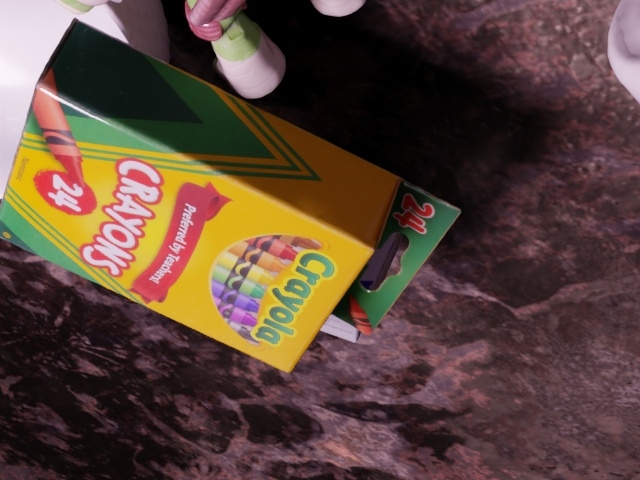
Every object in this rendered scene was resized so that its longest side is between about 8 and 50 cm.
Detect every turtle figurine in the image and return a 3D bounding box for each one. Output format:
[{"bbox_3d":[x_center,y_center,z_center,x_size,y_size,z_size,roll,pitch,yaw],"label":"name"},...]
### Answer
[{"bbox_3d":[-0.097,-0.234,1.051,0.275,0.197,0.266,8,160,30],"label":"turtle figurine"}]

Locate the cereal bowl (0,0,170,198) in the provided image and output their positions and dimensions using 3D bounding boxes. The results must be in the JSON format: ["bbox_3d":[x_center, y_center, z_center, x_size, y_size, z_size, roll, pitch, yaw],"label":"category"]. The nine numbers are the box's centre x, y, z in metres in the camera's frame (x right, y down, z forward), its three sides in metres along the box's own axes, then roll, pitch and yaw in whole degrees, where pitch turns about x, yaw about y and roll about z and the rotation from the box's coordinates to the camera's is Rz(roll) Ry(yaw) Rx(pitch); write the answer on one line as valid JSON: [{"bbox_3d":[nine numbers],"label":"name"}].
[{"bbox_3d":[-0.275,-0.189,1.235,0.339,0.141,0.339,10,144,7],"label":"cereal bowl"}]

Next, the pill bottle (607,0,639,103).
[{"bbox_3d":[0.336,-0.071,0.990,0.301,0.169,0.169,42,144,-24],"label":"pill bottle"}]

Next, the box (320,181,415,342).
[{"bbox_3d":[0.000,0.000,1.344,0.126,0.137,0.072,19,144,9],"label":"box"}]

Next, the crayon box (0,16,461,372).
[{"bbox_3d":[-0.077,-0.016,1.180,0.319,0.081,0.202,25,142,-5],"label":"crayon box"}]
